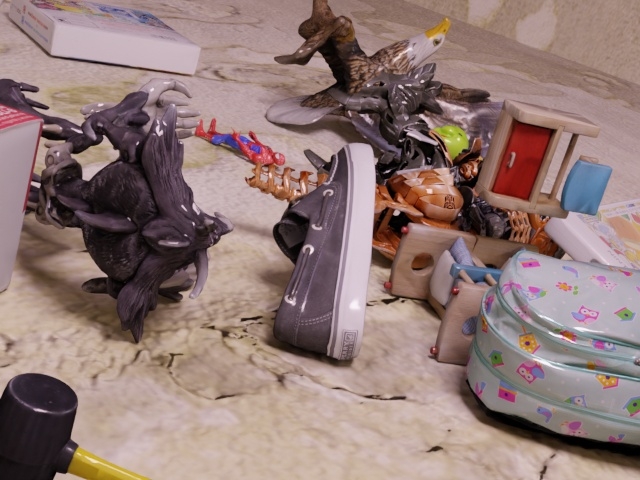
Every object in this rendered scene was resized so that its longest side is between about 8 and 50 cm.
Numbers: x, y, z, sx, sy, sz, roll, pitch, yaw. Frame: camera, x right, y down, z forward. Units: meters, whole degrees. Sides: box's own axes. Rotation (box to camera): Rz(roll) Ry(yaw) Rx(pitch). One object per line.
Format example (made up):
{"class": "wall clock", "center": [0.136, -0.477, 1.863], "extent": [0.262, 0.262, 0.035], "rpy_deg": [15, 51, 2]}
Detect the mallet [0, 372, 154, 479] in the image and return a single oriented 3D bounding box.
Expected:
{"class": "mallet", "center": [-0.081, 0.135, 0.564], "extent": [0.190, 0.062, 0.039], "rpy_deg": [30, 20, -4]}

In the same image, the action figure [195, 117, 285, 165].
{"class": "action figure", "center": [-0.084, -0.106, 1.243], "extent": [0.115, 0.030, 0.038], "rpy_deg": [29, 17, 28]}

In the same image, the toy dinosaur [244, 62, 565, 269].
{"class": "toy dinosaur", "center": [0.092, -0.049, 1.058], "extent": [0.322, 0.164, 0.218], "rpy_deg": [28, 24, -41]}

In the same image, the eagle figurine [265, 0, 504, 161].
{"class": "eagle figurine", "center": [0.104, -0.187, 1.450], "extent": [0.298, 0.225, 0.226], "rpy_deg": [40, 53, -25]}

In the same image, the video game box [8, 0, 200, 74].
{"class": "video game box", "center": [-0.293, -0.281, 1.533], "extent": [0.205, 0.048, 0.187], "rpy_deg": [3, 24, -34]}

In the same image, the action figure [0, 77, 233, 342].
{"class": "action figure", "center": [-0.138, -0.036, 0.806], "extent": [0.276, 0.164, 0.141], "rpy_deg": [24, 25, 38]}

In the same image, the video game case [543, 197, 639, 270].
{"class": "video game case", "center": [0.337, 0.040, 1.074], "extent": [0.206, 0.026, 0.227], "rpy_deg": [48, 31, 23]}

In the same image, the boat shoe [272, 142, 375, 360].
{"class": "boat shoe", "center": [0.000, 0.000, 0.881], "extent": [0.076, 0.080, 0.228], "rpy_deg": [7, 44, -1]}

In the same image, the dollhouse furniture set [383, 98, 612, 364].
{"class": "dollhouse furniture set", "center": [0.151, -0.007, 0.908], "extent": [0.129, 0.183, 0.129], "rpy_deg": [9, 20, -20]}

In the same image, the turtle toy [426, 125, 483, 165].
{"class": "turtle toy", "center": [0.138, -0.076, 1.218], "extent": [0.095, 0.066, 0.130], "rpy_deg": [25, -12, 23]}

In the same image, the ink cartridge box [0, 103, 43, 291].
{"class": "ink cartridge box", "center": [-0.292, -0.037, 0.719], "extent": [0.176, 0.128, 0.127], "rpy_deg": [20, 19, 9]}

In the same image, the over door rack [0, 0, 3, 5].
{"class": "over door rack", "center": [-0.380, -0.332, 1.201], "extent": [0.108, 0.324, 0.239], "rpy_deg": [50, 24, 2]}

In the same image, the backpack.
{"class": "backpack", "center": [0.196, 0.080, 0.808], "extent": [0.182, 0.115, 0.152], "rpy_deg": [12, 22, -5]}
